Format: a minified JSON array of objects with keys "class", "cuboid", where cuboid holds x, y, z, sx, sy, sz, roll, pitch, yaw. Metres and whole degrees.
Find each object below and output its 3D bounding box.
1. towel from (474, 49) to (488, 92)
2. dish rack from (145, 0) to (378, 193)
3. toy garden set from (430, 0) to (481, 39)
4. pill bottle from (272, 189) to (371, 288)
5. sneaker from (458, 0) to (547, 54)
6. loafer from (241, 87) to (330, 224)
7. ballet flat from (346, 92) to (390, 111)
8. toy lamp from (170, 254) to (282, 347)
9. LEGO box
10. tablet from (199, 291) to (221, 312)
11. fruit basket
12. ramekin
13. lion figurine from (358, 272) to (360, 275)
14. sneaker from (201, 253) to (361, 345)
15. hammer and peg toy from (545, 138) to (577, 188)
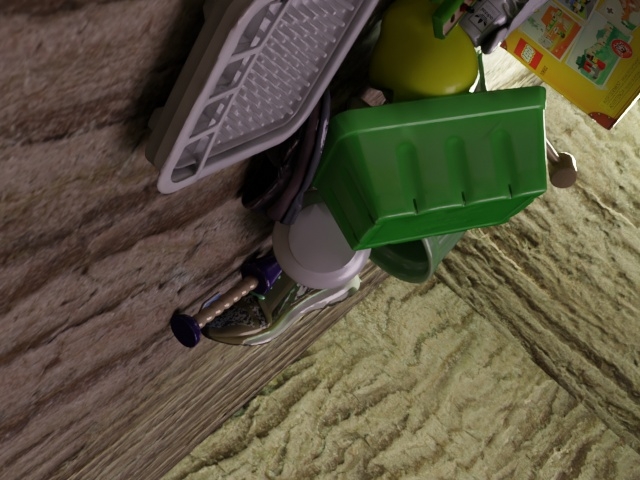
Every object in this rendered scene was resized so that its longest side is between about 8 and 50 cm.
[{"class":"towel","cuboid":[0.309,-0.274,2.043,0.248,0.038,0.325,-85,-162,-46]},{"class":"dish rack","cuboid":[-0.071,-0.211,1.015,0.333,0.072,0.285,-33,160,-54]},{"class":"toy garden set","cuboid":[0.222,-0.435,1.195,0.204,0.049,0.244,-51,149,-22]},{"class":"pill bottle","cuboid":[0.000,0.000,1.603,0.181,0.181,0.323,-48,180,-3]},{"class":"sneaker","cuboid":[0.358,-0.451,1.526,0.210,0.137,0.366,-45,-173,-13]},{"class":"loafer","cuboid":[-0.058,-0.124,1.319,0.302,0.095,0.109,112,-16,-55]},{"class":"ballet flat","cuboid":[0.118,-0.244,1.525,0.348,0.123,0.123,-46,169,9]},{"class":"toy lamp","cuboid":[-0.180,0.111,1.707,0.274,0.080,0.080,-35,163,-42]},{"class":"LEGO box","cuboid":[0.590,-0.505,1.763,0.193,0.372,0.500,-46,169,-14]},{"class":"tablet","cuboid":[-0.236,0.142,1.773,0.054,0.006,0.083,-38,166,-43]},{"class":"fruit basket","cuboid":[0.163,-0.202,1.380,0.392,0.392,0.283,-44,176,-22]},{"class":"ramekin","cuboid":[0.168,-0.070,1.798,0.148,0.303,0.303,-41,167,-21]},{"class":"lion figurine","cuboid":[0.114,-0.101,2.034,0.240,0.142,0.392,-27,143,-43]},{"class":"sneaker","cuboid":[-0.099,0.088,1.885,0.410,0.158,0.182,-27,117,-31]},{"class":"hammer and peg toy","cuboid":[0.357,-0.183,1.861,0.361,0.266,0.127,-15,-148,23]}]
